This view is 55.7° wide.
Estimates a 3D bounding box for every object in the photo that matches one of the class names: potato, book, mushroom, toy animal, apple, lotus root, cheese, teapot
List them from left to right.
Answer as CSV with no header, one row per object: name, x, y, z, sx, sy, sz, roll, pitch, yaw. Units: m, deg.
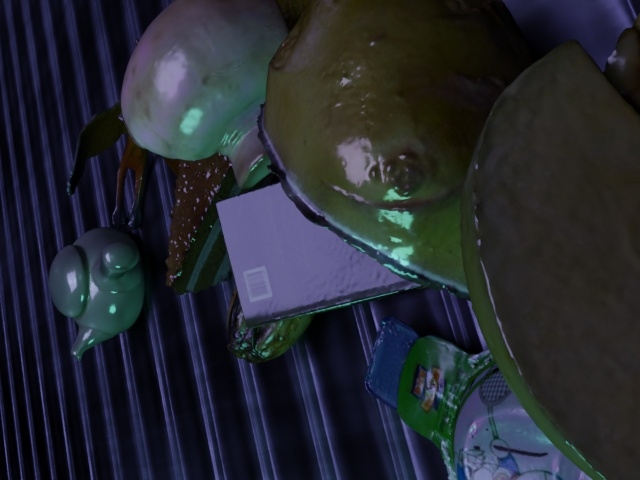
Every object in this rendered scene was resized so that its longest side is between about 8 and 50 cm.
teapot,-0.395,0.050,1.106,0.318,0.149,0.220,-54,55,35
toy animal,-0.291,-0.171,1.027,0.284,0.225,0.302,179,99,-68
mushroom,-0.131,-0.183,0.670,0.236,0.162,0.173,53,151,15
lotus root,-0.040,0.037,0.760,0.110,0.097,0.258,28,102,19
book,0.000,0.000,0.684,0.228,0.024,0.160,-15,85,18
potato,0.092,-0.115,0.503,0.299,0.246,0.196,51,130,26
cheese,0.157,0.174,0.551,0.320,0.083,0.203,27,110,43
apple,0.238,-0.003,0.340,0.295,0.233,0.257,-40,65,20

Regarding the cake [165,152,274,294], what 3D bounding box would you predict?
cake,-0.136,-0.050,0.843,0.113,0.116,0.295,34,117,34

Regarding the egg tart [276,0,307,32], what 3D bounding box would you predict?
egg tart,-0.021,-0.284,0.731,0.234,0.094,0.234,5,97,46
